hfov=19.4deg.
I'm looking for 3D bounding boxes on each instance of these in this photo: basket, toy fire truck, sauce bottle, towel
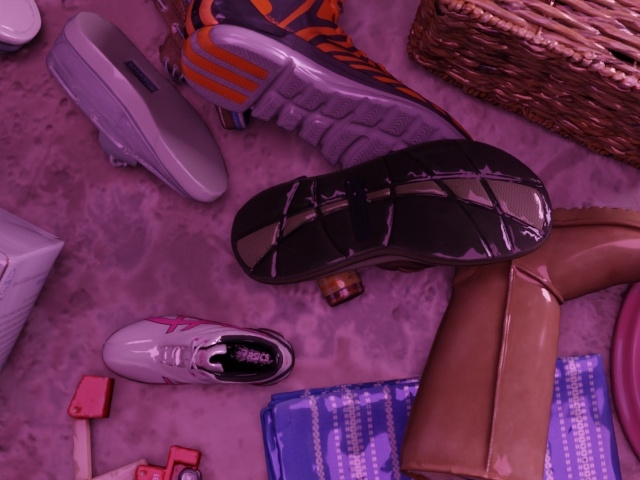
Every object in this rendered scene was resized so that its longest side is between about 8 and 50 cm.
[{"bbox_3d":[0.255,-0.224,1.736,0.299,0.223,0.213,24,79,0],"label":"basket"},{"bbox_3d":[-0.184,0.232,1.777,0.135,0.047,0.192,11,85,2],"label":"toy fire truck"},{"bbox_3d":[0.000,0.000,1.803,0.042,0.042,0.128,-25,82,-2],"label":"sauce bottle"},{"bbox_3d":[0.122,0.244,1.776,0.336,0.040,0.243,-8,85,0],"label":"towel"}]

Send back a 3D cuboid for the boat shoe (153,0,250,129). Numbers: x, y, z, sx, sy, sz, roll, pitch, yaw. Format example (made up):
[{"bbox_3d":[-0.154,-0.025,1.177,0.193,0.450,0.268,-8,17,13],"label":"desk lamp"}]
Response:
[{"bbox_3d":[-0.122,-0.184,1.818,0.066,0.066,0.183,-22,75,4],"label":"boat shoe"}]

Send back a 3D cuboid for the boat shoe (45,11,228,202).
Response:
[{"bbox_3d":[-0.180,-0.116,1.807,0.227,0.079,0.081,51,122,8],"label":"boat shoe"}]

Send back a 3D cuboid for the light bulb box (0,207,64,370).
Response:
[{"bbox_3d":[-0.481,0.086,1.682,0.358,0.225,0.361,28,96,4],"label":"light bulb box"}]

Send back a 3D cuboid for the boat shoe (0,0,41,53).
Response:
[{"bbox_3d":[-0.422,-0.267,1.827,0.319,0.116,0.099,31,128,-3],"label":"boat shoe"}]

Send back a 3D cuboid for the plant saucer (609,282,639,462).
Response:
[{"bbox_3d":[0.443,0.118,1.763,0.332,0.084,0.332,0,83,1],"label":"plant saucer"}]

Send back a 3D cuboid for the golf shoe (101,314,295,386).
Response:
[{"bbox_3d":[-0.118,0.104,1.771,0.186,0.086,0.067,0,85,2],"label":"golf shoe"}]

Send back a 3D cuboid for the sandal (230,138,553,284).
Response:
[{"bbox_3d":[0.067,-0.021,1.748,0.303,0.086,0.120,-6,74,15],"label":"sandal"}]

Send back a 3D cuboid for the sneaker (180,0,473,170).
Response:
[{"bbox_3d":[0.024,-0.174,1.779,0.321,0.124,0.180,29,46,-23],"label":"sneaker"}]

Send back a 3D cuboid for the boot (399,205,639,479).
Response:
[{"bbox_3d":[0.211,0.105,1.730,0.236,0.089,0.269,4,68,22],"label":"boot"}]
